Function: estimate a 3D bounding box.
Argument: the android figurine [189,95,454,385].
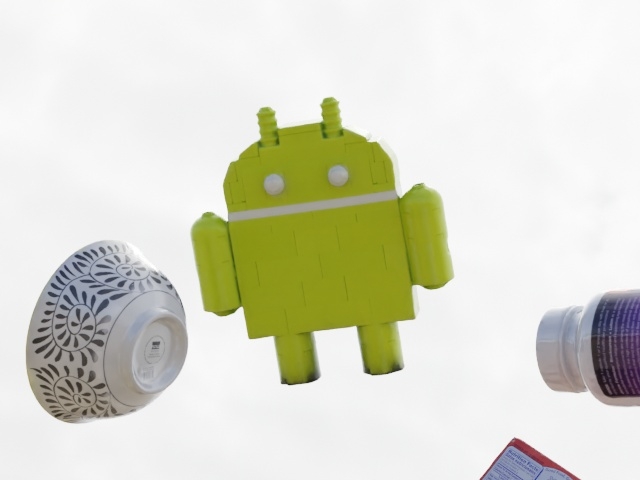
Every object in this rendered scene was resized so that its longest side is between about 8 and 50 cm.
[{"bbox_3d":[0.000,0.000,1.824,0.248,0.272,0.056,-6,11,10],"label":"android figurine"}]

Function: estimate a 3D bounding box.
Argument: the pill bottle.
[{"bbox_3d":[0.293,0.093,1.683,0.194,0.108,0.108,-5,-34,36],"label":"pill bottle"}]

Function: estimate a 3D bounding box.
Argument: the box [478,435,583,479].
[{"bbox_3d":[0.231,0.290,1.580,0.257,0.128,0.122,32,-11,42],"label":"box"}]

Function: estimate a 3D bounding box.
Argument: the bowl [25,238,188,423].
[{"bbox_3d":[-0.169,0.089,1.670,0.080,0.170,0.170,15,-23,38],"label":"bowl"}]
